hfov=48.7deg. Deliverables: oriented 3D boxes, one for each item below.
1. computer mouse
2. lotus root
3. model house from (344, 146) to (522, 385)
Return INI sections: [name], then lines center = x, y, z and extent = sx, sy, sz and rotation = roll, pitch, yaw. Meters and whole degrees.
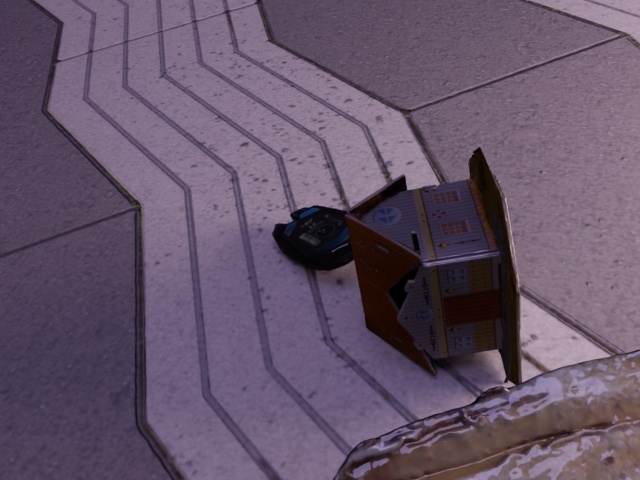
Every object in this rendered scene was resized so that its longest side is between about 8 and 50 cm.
[computer mouse]
center = 0.000, 0.000, 0.807
extent = 0.079, 0.047, 0.135
rotation = -40, 39, -22
[lotus root]
center = 0.155, 0.198, 0.539
extent = 0.329, 0.078, 0.167
rotation = -14, 62, -1
[model house]
center = 0.094, 0.023, 0.646
extent = 0.135, 0.219, 0.207
rotation = -10, 41, 7
